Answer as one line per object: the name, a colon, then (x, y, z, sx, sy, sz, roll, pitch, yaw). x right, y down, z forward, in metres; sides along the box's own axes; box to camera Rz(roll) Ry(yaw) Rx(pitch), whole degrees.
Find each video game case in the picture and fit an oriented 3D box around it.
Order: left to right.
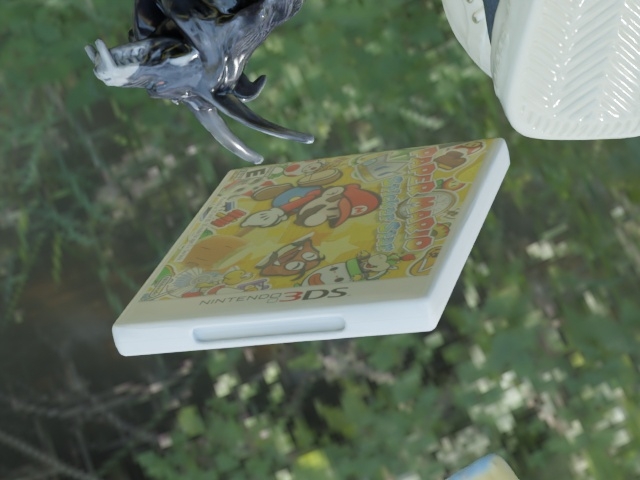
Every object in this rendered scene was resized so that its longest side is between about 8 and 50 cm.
video game case: (0.000, 0.000, 1.141, 0.206, 0.227, 0.026, -6, 115, 21)

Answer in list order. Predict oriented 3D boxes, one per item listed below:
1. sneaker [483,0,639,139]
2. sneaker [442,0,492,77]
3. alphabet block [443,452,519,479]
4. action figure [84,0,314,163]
sneaker: (0.135, -0.200, 0.731, 0.131, 0.148, 0.350, 3, 143, -15)
sneaker: (0.119, -0.253, 1.487, 0.106, 0.290, 0.123, -31, 155, 21)
alphabet block: (0.088, 0.302, 1.251, 0.193, 0.197, 0.192, -27, 158, -30)
action figure: (-0.101, -0.157, 0.816, 0.141, 0.276, 0.164, -20, -179, -25)
